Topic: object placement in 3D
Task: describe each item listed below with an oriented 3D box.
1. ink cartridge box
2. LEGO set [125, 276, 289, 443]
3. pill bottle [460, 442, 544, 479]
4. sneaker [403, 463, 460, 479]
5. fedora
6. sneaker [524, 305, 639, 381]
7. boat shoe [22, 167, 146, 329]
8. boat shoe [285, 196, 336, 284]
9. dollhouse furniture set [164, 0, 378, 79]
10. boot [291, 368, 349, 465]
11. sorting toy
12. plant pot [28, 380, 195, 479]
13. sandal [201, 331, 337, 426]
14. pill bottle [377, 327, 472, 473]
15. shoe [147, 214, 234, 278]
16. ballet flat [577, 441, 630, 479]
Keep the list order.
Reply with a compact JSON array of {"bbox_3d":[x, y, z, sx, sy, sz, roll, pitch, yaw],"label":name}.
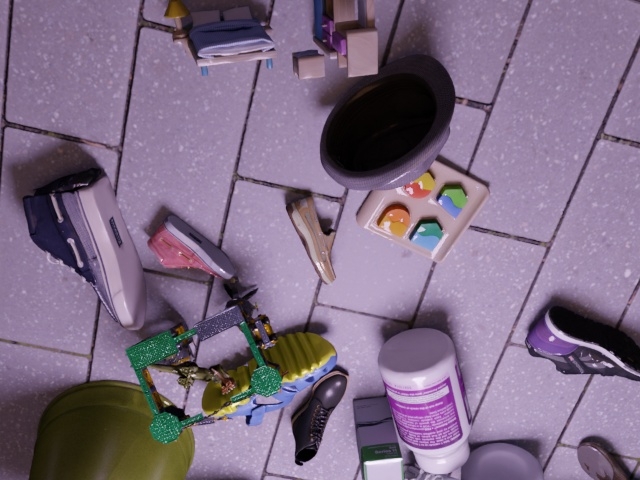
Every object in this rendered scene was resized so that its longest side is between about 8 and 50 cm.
[{"bbox_3d":[0.128,0.471,1.685,0.087,0.208,0.153,-7,118,-1],"label":"ink cartridge box"},{"bbox_3d":[-0.230,0.251,1.561,0.331,0.192,0.255,-33,90,1],"label":"LEGO set"},{"bbox_3d":[0.430,0.665,1.803,0.188,0.188,0.334,-6,117,2],"label":"pill bottle"},{"bbox_3d":[0.250,0.570,1.715,0.129,0.297,0.111,46,67,2],"label":"sneaker"},{"bbox_3d":[0.137,-0.188,1.366,0.275,0.244,0.124,-36,142,13],"label":"fedora"},{"bbox_3d":[0.579,0.246,1.657,0.283,0.107,0.124,26,128,-10],"label":"sneaker"},{"bbox_3d":[-0.462,0.028,1.502,0.158,0.127,0.340,-9,109,10],"label":"boat shoe"},{"bbox_3d":[0.000,0.000,1.522,0.072,0.068,0.190,-26,115,-1],"label":"boat shoe"},{"bbox_3d":[-0.094,-0.377,1.199,0.303,0.286,0.198,-9,118,-10],"label":"dollhouse furniture set"},{"bbox_3d":[0.004,0.394,1.681,0.077,0.137,0.198,25,113,-14],"label":"boot"},{"bbox_3d":[0.203,-0.065,1.506,0.208,0.038,0.193,26,114,-14],"label":"sorting toy"},{"bbox_3d":[-0.473,0.555,1.631,0.366,0.353,0.366,-1,117,-2],"label":"plant pot"},{"bbox_3d":[-0.098,0.309,1.656,0.317,0.126,0.138,-28,130,15],"label":"sandal"},{"bbox_3d":[0.235,0.355,1.649,0.169,0.169,0.301,-14,116,6],"label":"pill bottle"},{"bbox_3d":[-0.262,0.033,1.533,0.178,0.063,0.081,41,111,-14],"label":"shoe"},{"bbox_3d":[0.704,0.564,1.837,0.250,0.058,0.084,48,142,-16],"label":"ballet flat"}]
